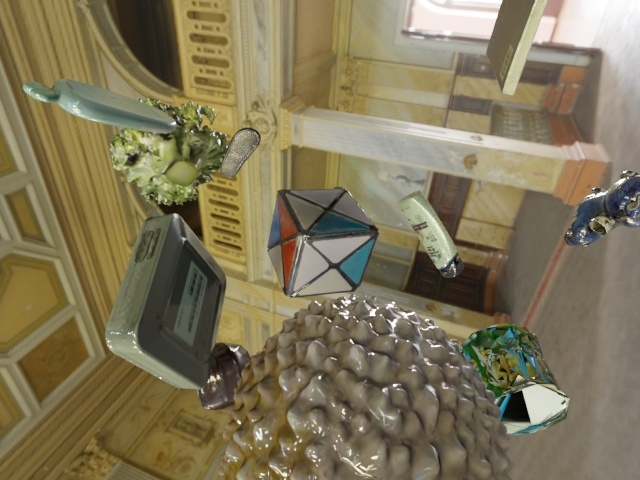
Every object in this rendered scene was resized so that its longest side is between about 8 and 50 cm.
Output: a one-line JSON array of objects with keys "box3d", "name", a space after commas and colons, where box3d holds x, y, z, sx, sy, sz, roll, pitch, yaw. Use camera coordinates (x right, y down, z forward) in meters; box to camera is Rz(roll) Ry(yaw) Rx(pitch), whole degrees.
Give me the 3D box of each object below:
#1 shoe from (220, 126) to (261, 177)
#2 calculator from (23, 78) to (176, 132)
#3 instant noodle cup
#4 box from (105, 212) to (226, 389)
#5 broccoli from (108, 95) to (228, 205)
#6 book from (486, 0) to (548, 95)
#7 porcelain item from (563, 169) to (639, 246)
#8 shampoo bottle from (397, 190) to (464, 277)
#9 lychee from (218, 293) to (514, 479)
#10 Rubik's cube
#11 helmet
[{"box3d": [-0.204, -0.228, 1.040, 0.159, 0.062, 0.053, -49, 18, 31], "name": "shoe"}, {"box3d": [-0.454, -0.287, 0.878, 0.295, 0.184, 0.042, 1, -60, -48], "name": "calculator"}, {"box3d": [0.474, 0.352, 1.024, 0.178, 0.239, 0.241, -95, 9, -61], "name": "instant noodle cup"}, {"box3d": [-0.399, 0.180, 1.165, 0.397, 0.110, 0.397, 68, -159, -53], "name": "box"}, {"box3d": [-0.452, -0.272, 1.271, 0.334, 0.271, 0.324, 44, -116, -43], "name": "broccoli"}, {"box3d": [0.356, -0.403, 0.748, 0.269, 0.025, 0.191, -71, -10, -50], "name": "book"}, {"box3d": [0.838, -0.080, 1.193, 0.186, 0.138, 0.288, -43, -5, -9], "name": "porcelain item"}, {"box3d": [0.440, -0.022, 1.601, 0.078, 0.360, 0.134, -35, 6, -26], "name": "shampoo bottle"}, {"box3d": [0.048, 0.261, 0.522, 0.432, 0.379, 0.381, 32, -107, -78], "name": "lychee"}, {"box3d": [0.000, 0.000, 1.510, 0.307, 0.309, 0.306, -123, 39, -47], "name": "Rubik's cube"}, {"box3d": [-0.322, 0.463, 1.465, 0.225, 0.177, 0.305, 66, -174, 13], "name": "helmet"}]
